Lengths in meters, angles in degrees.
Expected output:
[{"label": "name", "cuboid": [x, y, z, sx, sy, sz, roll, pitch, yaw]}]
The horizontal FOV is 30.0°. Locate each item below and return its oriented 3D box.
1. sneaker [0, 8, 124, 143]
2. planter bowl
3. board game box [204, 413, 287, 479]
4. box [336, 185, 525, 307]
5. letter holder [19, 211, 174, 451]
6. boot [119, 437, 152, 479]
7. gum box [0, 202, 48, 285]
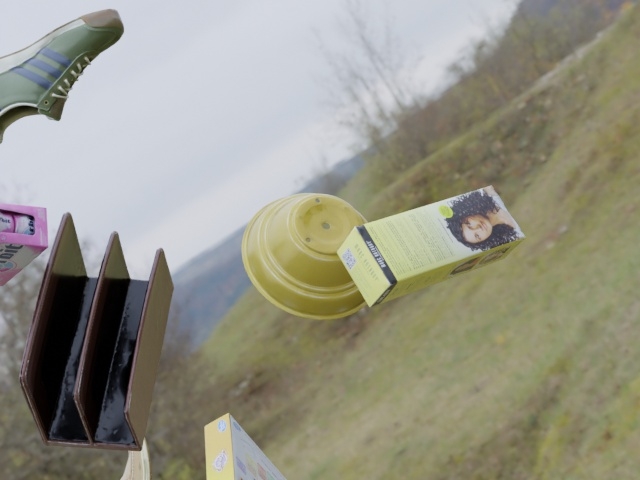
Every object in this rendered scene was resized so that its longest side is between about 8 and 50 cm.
[{"label": "sneaker", "cuboid": [-0.286, -0.168, 1.273, 0.192, 0.086, 0.064, -25, -9, 0]}, {"label": "planter bowl", "cuboid": [0.000, 0.000, 1.734, 0.217, 0.217, 0.090, -33, -18, -30]}, {"label": "board game box", "cuboid": [-0.137, 0.533, 2.382, 0.064, 0.242, 0.316, -29, 31, 11]}, {"label": "box", "cuboid": [0.138, 0.004, 1.458, 0.232, 0.087, 0.058, -19, -22, -35]}, {"label": "letter holder", "cuboid": [-0.329, 0.128, 1.785, 0.152, 0.302, 0.214, 3, -37, 4]}, {"label": "boot", "cuboid": [-0.425, 0.502, 2.288, 0.203, 0.262, 0.095, 1, -11, -8]}, {"label": "gum box", "cuboid": [-0.467, 0.005, 1.688, 0.107, 0.062, 0.188, 6, -24, -35]}]
